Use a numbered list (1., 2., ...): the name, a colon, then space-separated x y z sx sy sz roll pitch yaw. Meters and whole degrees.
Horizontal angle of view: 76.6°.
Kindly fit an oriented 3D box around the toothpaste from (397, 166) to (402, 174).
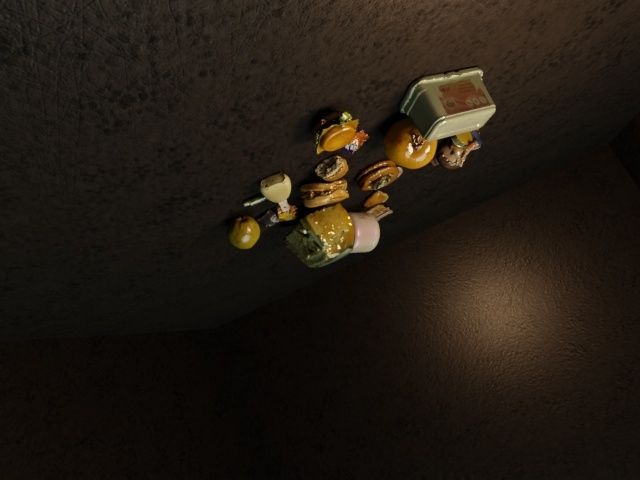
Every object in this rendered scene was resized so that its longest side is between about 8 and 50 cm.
1. toothpaste: 0.370 -0.325 2.132 0.067 0.042 0.194 -19 170 -22

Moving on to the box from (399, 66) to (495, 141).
1. box: 0.475 -0.488 1.482 0.312 0.182 0.175 -18 163 -18

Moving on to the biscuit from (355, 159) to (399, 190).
1. biscuit: 0.278 -0.313 1.989 0.221 0.066 0.220 -20 164 -6

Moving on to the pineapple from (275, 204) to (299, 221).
1. pineapple: -0.176 -0.137 1.966 0.116 0.069 0.137 -27 156 32

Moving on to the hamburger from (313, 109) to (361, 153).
1. hamburger: 0.047 -0.381 1.403 0.164 0.093 0.189 -17 165 -28

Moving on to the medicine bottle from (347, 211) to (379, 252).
1. medicine bottle: 0.167 -0.047 2.378 0.302 0.241 0.241 -2 155 -31

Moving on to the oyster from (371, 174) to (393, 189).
1. oyster: 0.297 -0.285 1.948 0.100 0.037 0.098 -38 -173 -14

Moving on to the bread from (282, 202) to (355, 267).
1. bread: -0.001 0.007 2.072 0.239 0.264 0.395 -31 175 -33

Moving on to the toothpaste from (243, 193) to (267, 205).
1. toothpaste: -0.235 -0.191 1.746 0.204 0.031 0.049 -23 165 -6

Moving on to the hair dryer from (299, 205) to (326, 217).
1. hair dryer: 0.006 -0.170 2.115 0.128 0.070 0.255 -32 169 26

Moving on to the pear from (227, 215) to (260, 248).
1. pear: -0.354 -0.041 1.871 0.149 0.148 0.162 -17 145 -21

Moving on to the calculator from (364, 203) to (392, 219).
1. calculator: 0.366 -0.183 2.598 0.157 0.033 0.236 -29 161 24

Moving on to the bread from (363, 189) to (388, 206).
1. bread: 0.323 -0.244 2.302 0.154 0.054 0.136 -24 161 -5

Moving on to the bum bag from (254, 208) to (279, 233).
1. bum bag: -0.283 -0.086 1.979 0.198 0.049 0.087 -32 121 31

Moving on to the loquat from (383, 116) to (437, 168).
1. loquat: 0.359 -0.386 1.607 0.208 0.208 0.208 -21 164 -6

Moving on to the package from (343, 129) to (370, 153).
1. package: 0.144 -0.391 1.617 0.077 0.033 0.111 26 118 -39

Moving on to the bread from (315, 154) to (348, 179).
1. bread: 0.055 -0.297 1.706 0.125 0.082 0.106 -33 157 24

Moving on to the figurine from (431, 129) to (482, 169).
1. figurine: 0.646 -0.436 1.964 0.158 0.161 0.275 9 152 -18

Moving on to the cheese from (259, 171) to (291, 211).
1. cheese: -0.171 -0.190 1.720 0.127 0.054 0.251 -21 153 0

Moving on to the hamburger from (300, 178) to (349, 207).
1. hamburger: 0.015 -0.213 1.819 0.214 0.108 0.214 -13 -174 1
